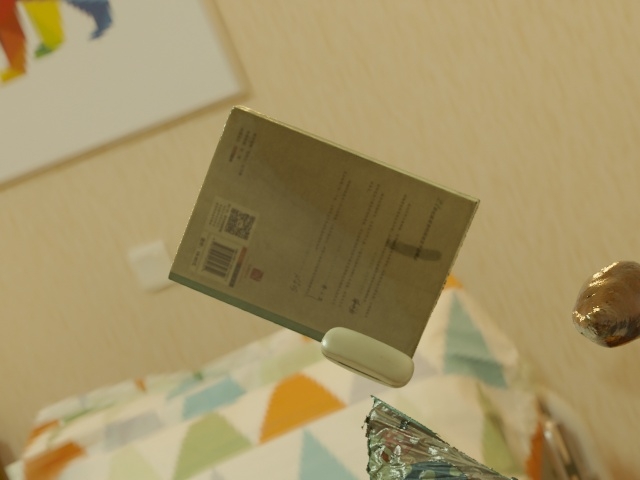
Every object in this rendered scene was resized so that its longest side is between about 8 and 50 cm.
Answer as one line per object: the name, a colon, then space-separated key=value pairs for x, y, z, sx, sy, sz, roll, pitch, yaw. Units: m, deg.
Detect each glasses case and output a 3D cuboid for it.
glasses case: x=0.040 y=0.100 z=1.213 sx=0.083 sy=0.021 sz=0.032 roll=22 pitch=56 yaw=17

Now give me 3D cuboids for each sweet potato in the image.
sweet potato: x=0.391 y=0.080 z=1.841 sx=0.112 sy=0.112 sz=0.359 roll=-18 pitch=-3 yaw=26

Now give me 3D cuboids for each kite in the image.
kite: x=0.107 y=0.375 z=2.008 sx=0.369 sy=0.014 sz=0.406 roll=-14 pitch=44 yaw=15

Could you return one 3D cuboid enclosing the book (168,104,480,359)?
book: x=0.000 y=0.000 z=1.523 sx=0.025 sy=0.283 sz=0.214 roll=-50 pitch=-16 yaw=-78
